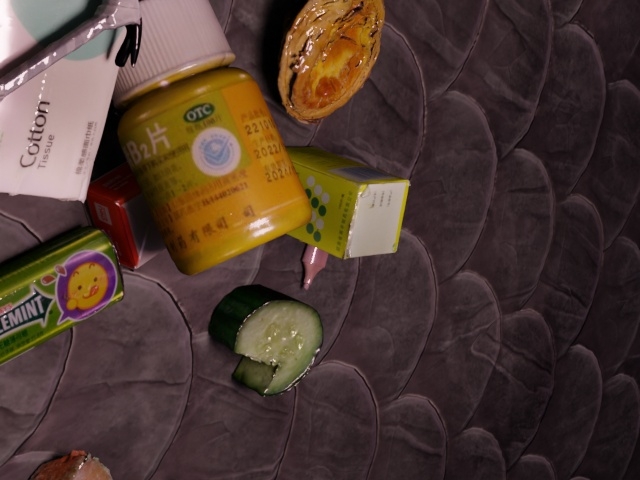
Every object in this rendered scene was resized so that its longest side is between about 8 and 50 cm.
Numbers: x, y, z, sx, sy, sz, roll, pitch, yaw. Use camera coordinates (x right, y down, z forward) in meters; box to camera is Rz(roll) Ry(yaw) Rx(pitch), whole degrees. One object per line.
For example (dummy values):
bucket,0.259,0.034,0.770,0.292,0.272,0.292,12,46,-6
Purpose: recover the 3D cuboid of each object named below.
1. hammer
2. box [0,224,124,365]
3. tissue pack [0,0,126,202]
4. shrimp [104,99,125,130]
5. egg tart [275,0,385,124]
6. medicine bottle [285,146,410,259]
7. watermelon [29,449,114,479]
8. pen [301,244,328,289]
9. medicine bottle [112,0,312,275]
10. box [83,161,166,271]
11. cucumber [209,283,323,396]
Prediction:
hammer,-0.391,-0.199,1.509,0.427,0.044,0.152,-38,130,-27
box,-0.455,0.104,1.813,0.345,0.097,0.134,-29,124,-37
tissue pack,-0.412,-0.245,1.640,0.266,0.194,0.357,6,101,-50
shrimp,-0.325,-0.215,1.874,0.161,0.034,0.091,26,85,-49
egg tart,0.006,-0.344,2.134,0.297,0.132,0.297,-41,147,-33
medicine bottle,0.017,-0.072,2.155,0.141,0.250,0.137,-8,113,-44
watermelon,-0.427,0.521,2.005,0.264,0.151,0.302,54,47,-42
pen,0.000,0.000,2.333,0.053,0.032,0.197,18,90,-51
medicine bottle,-0.181,-0.160,1.810,0.224,0.224,0.384,-24,92,-40
box,-0.277,-0.060,1.947,0.182,0.099,0.133,-38,132,-34
cucumber,-0.097,0.168,2.224,0.191,0.130,0.191,-16,113,-41
